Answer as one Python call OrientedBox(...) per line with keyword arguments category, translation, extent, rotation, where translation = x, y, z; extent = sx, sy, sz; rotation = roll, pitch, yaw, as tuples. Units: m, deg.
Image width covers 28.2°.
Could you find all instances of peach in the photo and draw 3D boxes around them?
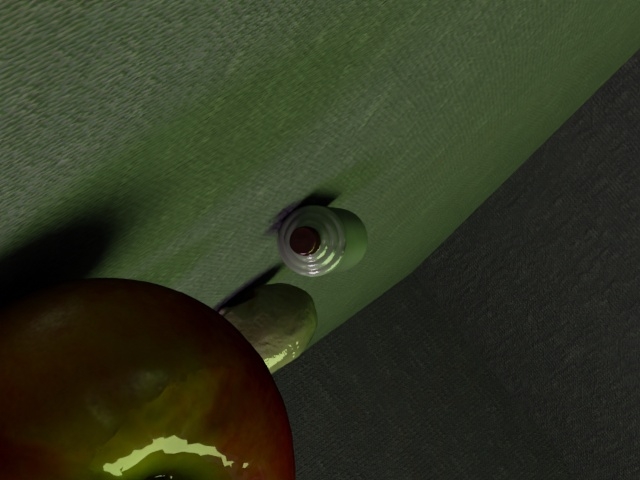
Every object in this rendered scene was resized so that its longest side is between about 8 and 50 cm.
OrientedBox(category="peach", translation=(-0.210, 0.214, 1.208), extent=(0.388, 0.388, 0.388), rotation=(-38, 172, -6))

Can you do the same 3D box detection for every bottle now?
OrientedBox(category="bottle", translation=(0.000, 0.000, 1.869), extent=(0.104, 0.104, 0.245), rotation=(-40, 173, 10))

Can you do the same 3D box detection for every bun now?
OrientedBox(category="bun", translation=(-0.112, 0.143, 2.157), extent=(0.222, 0.127, 0.222), rotation=(-27, -158, 12))
